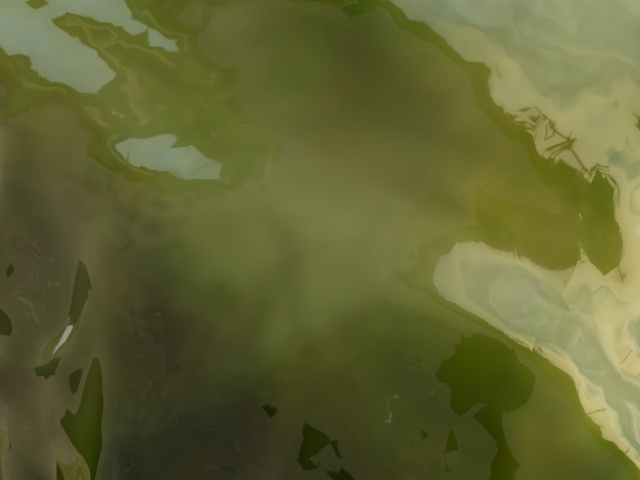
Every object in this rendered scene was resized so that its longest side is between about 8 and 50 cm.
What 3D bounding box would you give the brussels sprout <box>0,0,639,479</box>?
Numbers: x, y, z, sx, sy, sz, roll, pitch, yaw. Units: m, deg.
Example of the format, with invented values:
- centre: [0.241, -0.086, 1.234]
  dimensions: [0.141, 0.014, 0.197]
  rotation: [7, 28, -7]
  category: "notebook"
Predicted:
- centre: [0.000, 0.000, 0.429]
  dimensions: [0.271, 0.210, 0.219]
  rotation: [35, -24, 9]
  category: "brussels sprout"
